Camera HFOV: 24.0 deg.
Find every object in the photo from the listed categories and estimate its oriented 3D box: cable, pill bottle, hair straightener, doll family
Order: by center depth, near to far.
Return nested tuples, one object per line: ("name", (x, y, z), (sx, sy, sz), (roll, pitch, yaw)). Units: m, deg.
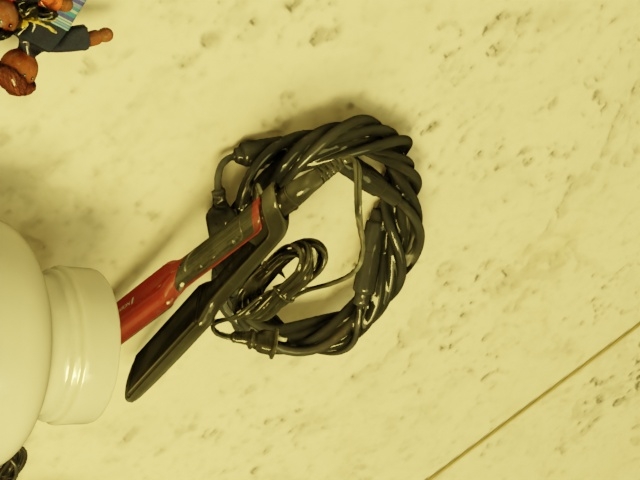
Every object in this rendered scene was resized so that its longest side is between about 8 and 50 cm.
("doll family", (-0.170, -0.140, 0.746), (0.193, 0.076, 0.111), (25, 91, -36))
("pill bottle", (-0.246, 0.055, 0.810), (0.264, 0.146, 0.146), (4, 123, -31))
("hair straightener", (-0.049, 0.029, 0.924), (0.089, 0.047, 0.230), (37, 117, -25))
("cable", (0.000, 0.000, 0.986), (0.150, 0.047, 0.184), (-24, 129, -18))

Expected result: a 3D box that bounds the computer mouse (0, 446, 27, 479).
("computer mouse", (-0.287, 0.175, 0.960), (0.193, 0.042, 0.106), (-5, 132, -33))
